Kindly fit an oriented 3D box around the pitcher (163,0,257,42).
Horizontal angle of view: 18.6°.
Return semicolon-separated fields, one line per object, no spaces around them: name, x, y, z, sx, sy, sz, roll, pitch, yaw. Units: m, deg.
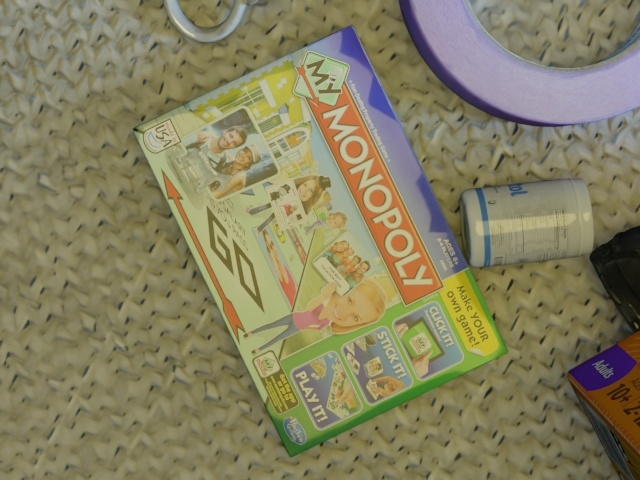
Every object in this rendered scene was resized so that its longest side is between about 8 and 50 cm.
pitcher;-0.103;-0.286;1.662;0.178;0.125;0.207;-39;104;14

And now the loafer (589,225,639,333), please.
loafer;0.313;0.088;1.712;0.078;0.076;0.223;-22;104;37

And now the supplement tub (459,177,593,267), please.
supplement tub;0.178;-0.015;1.698;0.107;0.071;0.071;-7;92;-3

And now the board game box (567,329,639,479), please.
board game box;0.464;0.210;1.523;0.356;0.356;0.356;-29;104;-1

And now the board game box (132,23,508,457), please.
board game box;0.000;0.000;1.703;0.213;0.046;0.317;-26;93;-1

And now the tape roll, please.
tape roll;0.205;-0.236;1.684;0.275;0.090;0.274;0;91;-3
